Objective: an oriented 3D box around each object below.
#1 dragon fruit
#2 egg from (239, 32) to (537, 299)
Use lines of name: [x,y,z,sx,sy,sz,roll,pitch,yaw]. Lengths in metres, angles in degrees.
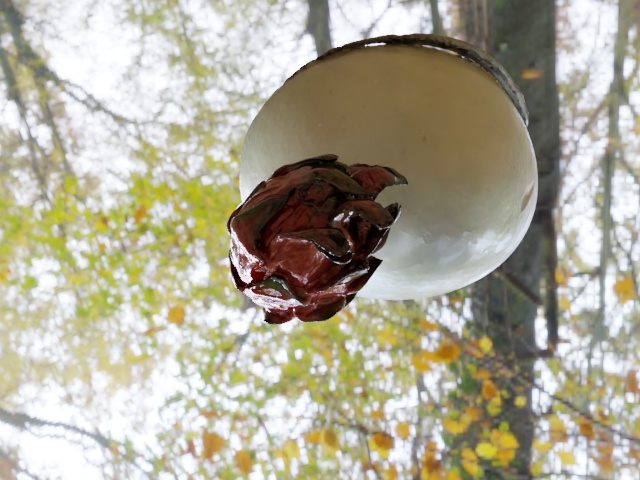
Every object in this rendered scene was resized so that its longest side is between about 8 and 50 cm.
dragon fruit: [-0.005,0.000,0.823,0.121,0.142,0.130,8,-146,-49]
egg: [0.063,-0.038,1.019,0.286,0.264,0.174,-14,-144,10]
